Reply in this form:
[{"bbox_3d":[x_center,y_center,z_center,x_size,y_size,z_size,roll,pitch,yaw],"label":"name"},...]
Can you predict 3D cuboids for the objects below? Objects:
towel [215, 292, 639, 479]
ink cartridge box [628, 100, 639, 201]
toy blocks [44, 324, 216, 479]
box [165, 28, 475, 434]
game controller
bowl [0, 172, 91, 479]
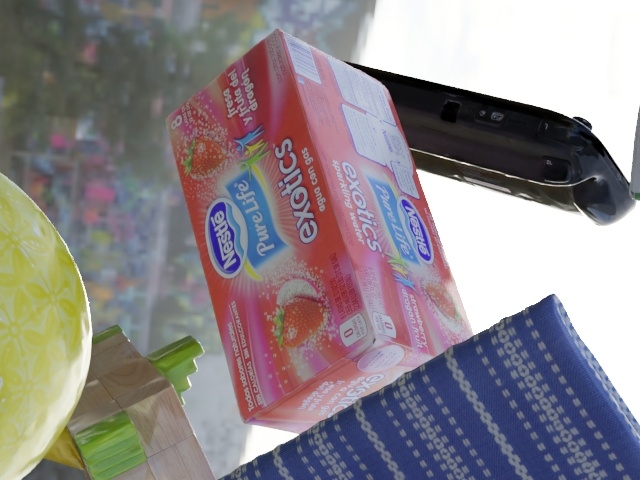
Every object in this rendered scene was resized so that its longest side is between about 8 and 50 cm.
[{"bbox_3d":[0.077,0.196,0.870,0.336,0.243,0.040,-34,180,39],"label":"towel"},{"bbox_3d":[0.349,-0.059,1.189,0.208,0.153,0.087,7,88,-60],"label":"ink cartridge box"},{"bbox_3d":[-0.158,0.245,1.453,0.261,0.191,0.381,67,-12,-12],"label":"toy blocks"},{"bbox_3d":[0.000,0.000,1.249,0.142,0.154,0.300,-35,-124,29],"label":"box"},{"bbox_3d":[0.140,-0.092,1.419,0.319,0.166,0.067,19,-98,40],"label":"game controller"},{"bbox_3d":[-0.302,0.087,0.980,0.156,0.289,0.289,-86,-176,-67],"label":"bowl"}]
